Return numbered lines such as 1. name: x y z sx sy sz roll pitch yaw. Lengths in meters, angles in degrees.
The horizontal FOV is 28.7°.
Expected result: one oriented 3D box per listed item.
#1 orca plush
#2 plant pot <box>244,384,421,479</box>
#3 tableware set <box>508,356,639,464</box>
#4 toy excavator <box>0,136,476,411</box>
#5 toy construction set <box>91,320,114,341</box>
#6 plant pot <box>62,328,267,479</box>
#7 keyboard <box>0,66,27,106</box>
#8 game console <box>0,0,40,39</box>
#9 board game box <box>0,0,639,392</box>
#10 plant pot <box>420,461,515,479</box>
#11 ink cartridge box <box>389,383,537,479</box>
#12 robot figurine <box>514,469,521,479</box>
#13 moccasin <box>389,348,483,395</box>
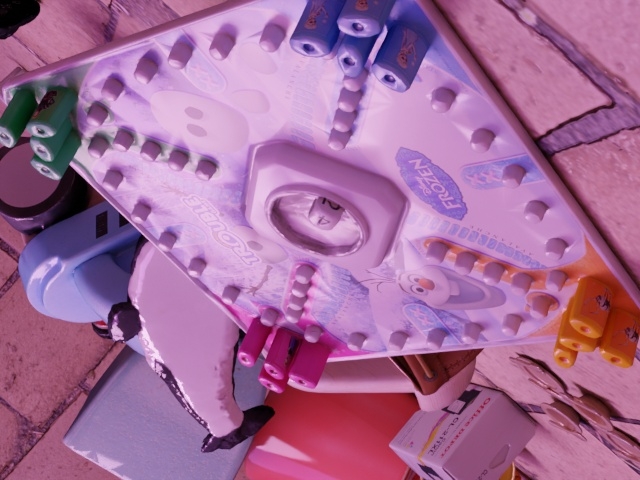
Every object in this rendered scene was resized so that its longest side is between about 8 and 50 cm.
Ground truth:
1. orca plush: -0.112 0.074 1.230 0.102 0.151 0.287 -94 -21 -51
2. plant pot: 0.048 0.316 2.003 0.243 0.275 0.275 25 165 17
3. tableware set: 0.277 0.186 1.339 0.141 0.020 0.169 26 163 48
4. toy excavator: -0.098 0.048 1.386 0.222 0.433 0.445 68 178 -66
5. toy construction set: -0.227 0.044 2.023 0.237 0.257 0.309 17 139 16
6. plant pot: -0.198 0.223 1.878 0.247 0.252 0.248 31 -170 -6
7. keyboard: -0.408 -0.158 1.966 0.014 0.072 0.256 -23 114 46
8. game console: -0.505 -0.323 1.506 0.361 0.213 0.044 19 128 11
9. board game box: -0.004 -0.013 0.957 0.390 0.050 0.390 -10 136 39
10. plant pot: 0.212 0.311 1.802 0.134 0.134 0.095 40 -165 -4
11. ink cartridge box: 0.183 0.254 1.623 0.072 0.127 0.175 45 167 -14
12. robot figurine: 0.377 0.469 1.947 0.291 0.085 0.211 37 169 15
13. moccasin: -0.001 -0.001 1.164 0.380 0.147 0.139 44 175 -23
